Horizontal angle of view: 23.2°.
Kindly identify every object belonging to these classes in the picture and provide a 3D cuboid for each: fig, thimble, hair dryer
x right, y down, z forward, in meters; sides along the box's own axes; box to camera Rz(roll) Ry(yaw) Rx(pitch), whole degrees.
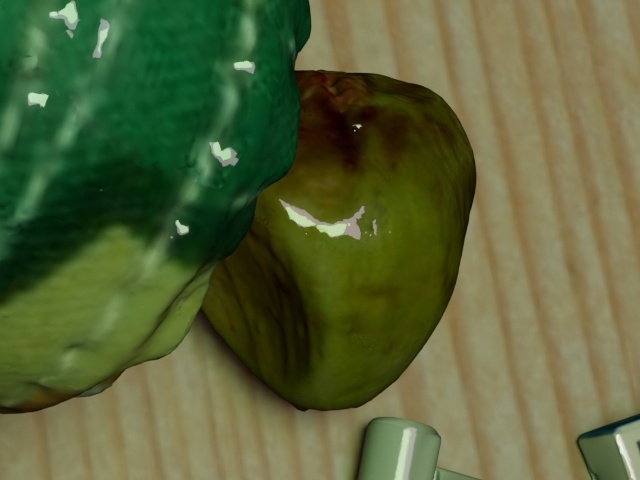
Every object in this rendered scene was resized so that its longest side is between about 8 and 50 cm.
[{"bbox_3d":[0.000,0.000,0.747,0.154,0.144,0.165,0,86,-59],"label":"fig"},{"bbox_3d":[-0.143,-0.071,0.619,0.167,0.288,0.254,21,97,-37],"label":"thimble"},{"bbox_3d":[0.074,0.135,0.803,0.124,0.038,0.063,19,74,-25],"label":"hair dryer"}]

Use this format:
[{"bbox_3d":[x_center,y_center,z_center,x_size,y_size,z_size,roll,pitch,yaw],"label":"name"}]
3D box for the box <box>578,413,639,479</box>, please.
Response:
[{"bbox_3d":[0.302,0.194,0.873,0.273,0.048,0.264,-14,85,-23],"label":"box"}]
